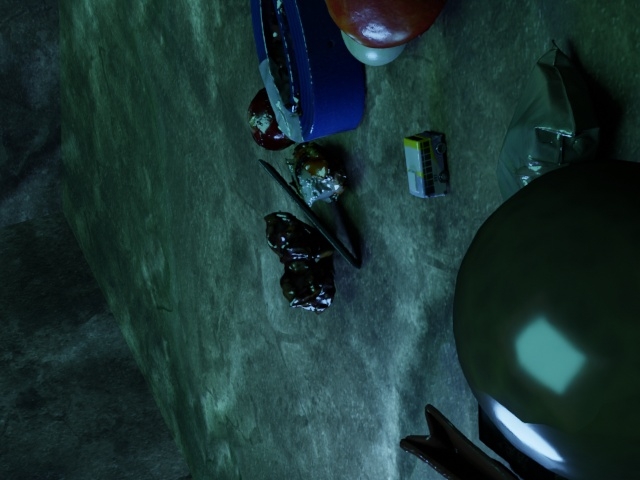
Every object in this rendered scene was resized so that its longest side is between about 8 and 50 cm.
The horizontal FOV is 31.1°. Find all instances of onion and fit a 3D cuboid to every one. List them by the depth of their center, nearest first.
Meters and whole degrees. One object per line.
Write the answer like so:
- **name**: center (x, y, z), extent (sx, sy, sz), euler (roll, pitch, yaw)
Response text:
- **onion**: center (-0.083, -0.238, 2.234), extent (0.131, 0.131, 0.131), euler (44, 143, 48)

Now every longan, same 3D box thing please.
- **longan**: center (0.334, 0.090, 1.301), extent (0.404, 0.336, 0.405), euler (-25, 54, 39)

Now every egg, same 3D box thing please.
- **egg**: center (0.086, -0.350, 1.800), extent (0.114, 0.114, 0.152), euler (23, 121, 60)

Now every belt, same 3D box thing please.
- **belt**: center (-0.029, -0.353, 2.042), extent (0.212, 0.117, 0.347), euler (8, 111, 62)

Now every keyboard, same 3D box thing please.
- **keyboard**: center (0.011, -0.008, 2.187), extent (0.381, 0.041, 0.103), euler (55, -174, 12)

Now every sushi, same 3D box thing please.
- **sushi**: center (-0.008, -0.122, 2.160), extent (0.097, 0.103, 0.226), euler (44, -177, -24)

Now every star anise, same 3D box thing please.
- **star anise**: center (-0.034, 0.035, 2.266), extent (0.125, 0.190, 0.220), euler (-27, 78, 23)

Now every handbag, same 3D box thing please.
- **handbag**: center (0.297, -0.099, 1.499), extent (0.183, 0.117, 0.271), euler (-87, 1, -51)
- **handbag**: center (0.275, 0.385, 1.751), extent (0.260, 0.084, 0.275), euler (42, 174, -36)

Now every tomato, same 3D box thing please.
- **tomato**: center (0.078, -0.404, 1.666), extent (0.200, 0.139, 0.233), euler (-31, 77, 24)

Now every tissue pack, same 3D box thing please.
- **tissue pack**: center (0.304, 0.225, 1.686), extent (0.173, 0.073, 0.236), euler (31, 133, 52)

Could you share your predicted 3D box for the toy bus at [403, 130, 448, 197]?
- **toy bus**: center (0.168, -0.119, 1.840), extent (0.052, 0.058, 0.102), euler (26, 128, 59)
